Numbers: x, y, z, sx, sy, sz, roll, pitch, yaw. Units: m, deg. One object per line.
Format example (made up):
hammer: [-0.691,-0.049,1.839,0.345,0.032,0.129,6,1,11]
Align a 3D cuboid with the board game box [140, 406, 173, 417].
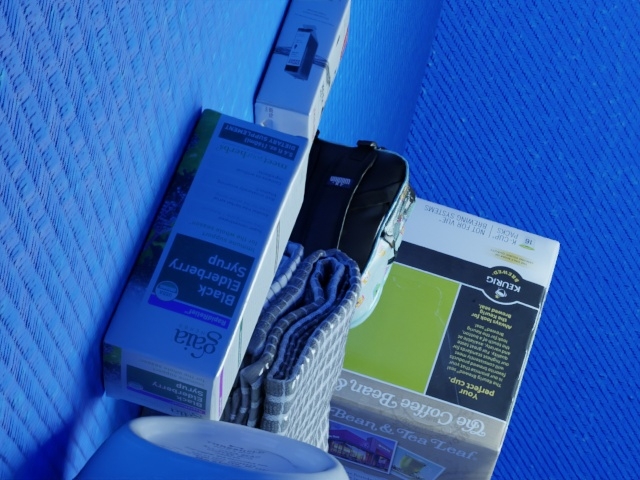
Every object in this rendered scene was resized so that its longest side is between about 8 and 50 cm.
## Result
board game box: [-0.120,0.122,1.708,0.165,0.042,0.243,27,80,-84]

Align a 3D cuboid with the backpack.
backpack: [0.000,0.000,1.883,0.144,0.166,0.188,79,30,-57]

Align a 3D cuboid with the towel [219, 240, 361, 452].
towel: [-0.049,0.157,1.673,0.283,0.121,0.235,-62,166,-62]

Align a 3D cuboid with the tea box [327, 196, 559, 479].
tea box: [0.084,0.132,2.236,0.220,0.329,0.323,100,11,-53]

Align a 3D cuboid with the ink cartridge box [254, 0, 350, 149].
ink cartridge box: [-0.016,-0.167,1.792,0.099,0.056,0.135,93,15,-70]

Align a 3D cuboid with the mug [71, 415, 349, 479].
mug: [-0.051,0.318,1.335,0.276,0.374,0.328,-1,102,-68]

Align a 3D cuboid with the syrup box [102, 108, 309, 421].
syrup box: [-0.089,0.021,1.467,0.096,0.093,0.237,98,11,-57]
